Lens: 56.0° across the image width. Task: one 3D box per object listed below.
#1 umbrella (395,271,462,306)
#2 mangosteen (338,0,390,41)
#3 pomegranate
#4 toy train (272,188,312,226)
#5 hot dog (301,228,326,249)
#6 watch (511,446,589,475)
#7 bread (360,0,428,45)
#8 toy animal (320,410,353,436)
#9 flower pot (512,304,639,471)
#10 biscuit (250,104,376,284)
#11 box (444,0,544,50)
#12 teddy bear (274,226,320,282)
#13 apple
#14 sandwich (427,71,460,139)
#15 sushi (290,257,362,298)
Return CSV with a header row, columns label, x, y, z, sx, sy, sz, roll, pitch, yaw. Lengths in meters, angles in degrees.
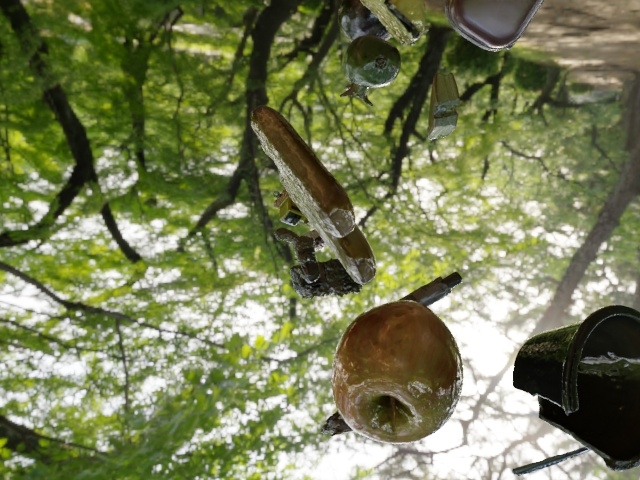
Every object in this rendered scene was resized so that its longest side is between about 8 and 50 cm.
label,x,y,z,sx,sy,sz,roll,pitch,yaw
umbrella,0.314,0.202,1.984,0.337,0.073,0.067,-30,-135,3
mangosteen,0.160,-0.801,2.070,0.228,0.265,0.228,-17,164,-5
pomegranate,0.120,-0.440,1.578,0.152,0.191,0.131,17,-131,-18
toy train,-0.059,-0.100,1.977,0.219,0.089,0.127,21,-137,-25
hot dog,0.000,0.000,1.934,0.099,0.053,0.192,-27,165,18
watch,0.689,0.543,1.705,0.275,0.276,0.068,-1,162,28
bread,0.091,-0.453,1.079,0.199,0.236,0.263,-16,-165,8
toy animal,0.067,0.581,1.938,0.188,0.089,0.179,-29,156,13
flower pot,0.651,0.341,1.491,0.380,0.379,0.251,-6,177,-27
biscuit,-0.010,-0.077,0.994,0.062,0.236,0.290,-33,-130,-3
box,0.527,-0.745,1.687,0.263,0.403,0.108,26,-165,-15
teddy bear,-0.043,0.028,1.540,0.078,0.160,0.119,-32,174,5
apple,0.220,0.366,1.734,0.392,0.391,0.346,3,-144,11
sandwich,0.433,-0.460,2.116,0.090,0.244,0.088,-4,-151,-6
sushi,0.014,0.114,1.765,0.213,0.114,0.147,-7,169,19
